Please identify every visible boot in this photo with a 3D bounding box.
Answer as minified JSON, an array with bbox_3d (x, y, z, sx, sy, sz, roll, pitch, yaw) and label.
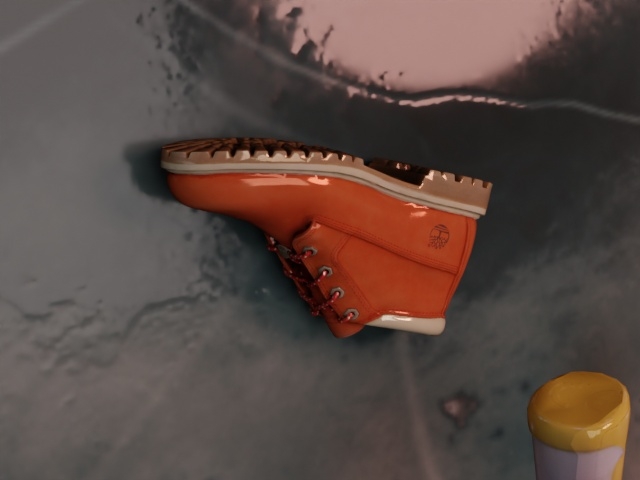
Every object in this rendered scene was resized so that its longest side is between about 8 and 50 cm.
[{"bbox_3d":[0.000,0.000,0.536,0.158,0.059,0.085,11,96,-27],"label":"boot"}]

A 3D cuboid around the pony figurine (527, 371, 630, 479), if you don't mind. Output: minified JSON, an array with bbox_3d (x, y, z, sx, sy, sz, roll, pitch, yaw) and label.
[{"bbox_3d":[0.149,0.238,0.521,0.351,0.302,0.364,-34,126,-45],"label":"pony figurine"}]
